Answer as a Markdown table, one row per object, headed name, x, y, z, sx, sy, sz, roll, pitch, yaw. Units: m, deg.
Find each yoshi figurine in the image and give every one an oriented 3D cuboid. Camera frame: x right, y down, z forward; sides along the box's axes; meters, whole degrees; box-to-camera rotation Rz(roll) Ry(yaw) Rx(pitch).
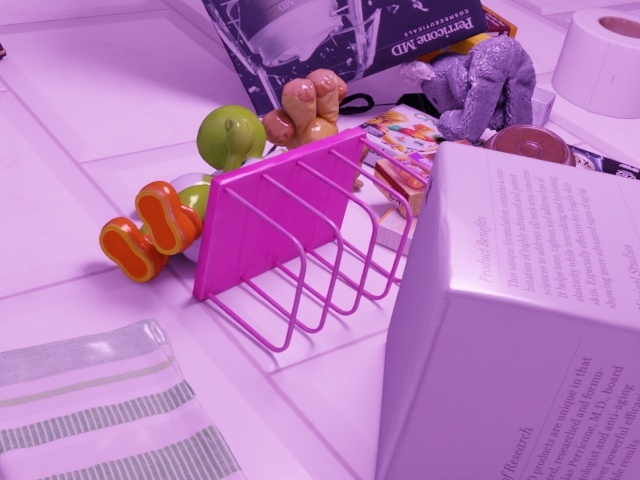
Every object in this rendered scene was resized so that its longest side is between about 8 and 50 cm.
| name | x | y | z | sx | sy | sz | roll | pitch | yaw |
| --- | --- | --- | --- | --- | --- | --- | --- | --- | --- |
| yoshi figurine | -0.178 | -0.096 | 1.401 | 0.204 | 0.203 | 0.362 | 19 | 31 | 23 |

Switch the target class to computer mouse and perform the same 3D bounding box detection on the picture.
| name | x | y | z | sx | sy | sz | roll | pitch | yaw |
| --- | --- | --- | --- | --- | --- | --- | --- | --- | --- |
| computer mouse | 0.147 | -0.265 | 1.884 | 0.242 | 0.041 | 0.071 | 0 | 52 | -8 |

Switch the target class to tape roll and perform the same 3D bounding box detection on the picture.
| name | x | y | z | sx | sy | sz | roll | pitch | yaw |
| --- | --- | --- | --- | --- | --- | --- | --- | --- | --- |
| tape roll | 0.672 | -0.409 | 2.121 | 0.246 | 0.169 | 0.246 | 8 | 33 | -5 |

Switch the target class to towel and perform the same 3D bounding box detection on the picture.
| name | x | y | z | sx | sy | sz | roll | pitch | yaw |
| --- | --- | --- | --- | --- | --- | --- | --- | --- | --- |
| towel | -0.241 | 0.217 | 1.054 | 0.248 | 0.038 | 0.325 | -11 | 40 | -28 |

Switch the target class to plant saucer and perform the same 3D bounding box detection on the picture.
| name | x | y | z | sx | sy | sz | roll | pitch | yaw |
| --- | --- | --- | --- | --- | --- | --- | --- | --- | --- |
| plant saucer | 0.369 | -0.151 | 1.636 | 0.168 | 0.029 | 0.168 | 0 | 50 | 0 |

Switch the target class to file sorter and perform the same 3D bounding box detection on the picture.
| name | x | y | z | sx | sy | sz | roll | pitch | yaw |
| --- | --- | --- | --- | --- | --- | --- | --- | --- | --- |
| file sorter | 0.000 | 0.000 | 1.301 | 0.182 | 0.202 | 0.291 | 37 | 41 | 29 |

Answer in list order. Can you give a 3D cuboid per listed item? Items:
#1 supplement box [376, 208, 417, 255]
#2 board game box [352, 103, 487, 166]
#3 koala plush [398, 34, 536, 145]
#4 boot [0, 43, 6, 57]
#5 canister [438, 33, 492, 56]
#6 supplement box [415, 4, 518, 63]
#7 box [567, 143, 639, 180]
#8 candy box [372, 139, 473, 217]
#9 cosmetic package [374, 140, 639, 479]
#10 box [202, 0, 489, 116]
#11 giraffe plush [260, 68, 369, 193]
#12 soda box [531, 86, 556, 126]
| name | x | y | z | sx | sy | sz | roll | pitch | yaw |
| --- | --- | --- | --- | --- | --- | --- | --- | --- | --- |
| supplement box | 0.141 | -0.008 | 1.494 | 0.098 | 0.036 | 0.062 | 25 | 36 | 20 |
| board game box | 0.224 | -0.152 | 1.715 | 0.305 | 0.053 | 0.193 | 28 | 37 | 24 |
| koala plush | 0.275 | -0.299 | 1.761 | 0.196 | 0.203 | 0.221 | -5 | 21 | -35 |
| boot | -0.694 | -0.441 | 1.801 | 0.198 | 0.137 | 0.077 | 27 | 37 | 21 |
| canister | 0.295 | -0.346 | 1.917 | 0.126 | 0.170 | 0.073 | 30 | 38 | 25 |
| supplement box | 0.307 | -0.464 | 2.130 | 0.194 | 0.129 | 0.191 | -10 | 39 | -27 |
| box | 0.483 | -0.097 | 1.688 | 0.180 | 0.077 | 0.147 | 23 | 35 | 17 |
| candy box | 0.195 | -0.107 | 1.558 | 0.187 | 0.053 | 0.109 | -15 | 43 | -26 |
| cosmetic package | 0.291 | 0.127 | 1.080 | 0.394 | 0.327 | 0.329 | 12 | 33 | 0 |
| box | 0.005 | -0.564 | 1.736 | 0.480 | 0.471 | 0.297 | -20 | 35 | 11 |
| giraffe plush | 0.007 | -0.162 | 1.575 | 0.170 | 0.210 | 0.181 | 45 | 45 | 17 |
| soda box | 0.385 | -0.310 | 1.981 | 0.216 | 0.069 | 0.074 | 25 | 36 | 19 |
